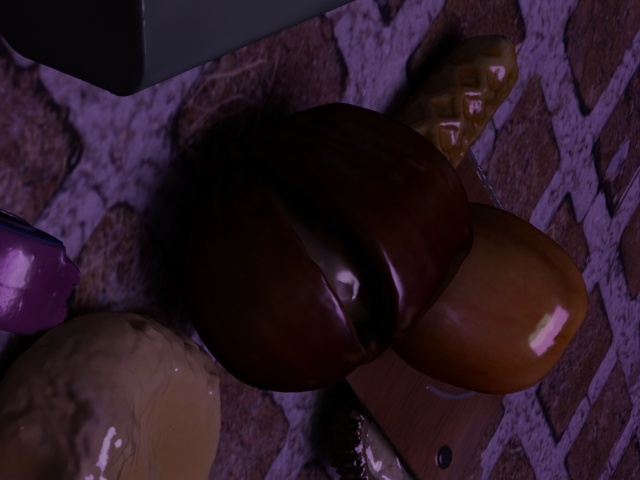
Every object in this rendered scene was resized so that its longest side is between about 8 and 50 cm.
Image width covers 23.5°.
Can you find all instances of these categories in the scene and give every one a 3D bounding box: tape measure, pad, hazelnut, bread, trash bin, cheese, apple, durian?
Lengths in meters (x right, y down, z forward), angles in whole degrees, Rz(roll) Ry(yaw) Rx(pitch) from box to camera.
[{"bbox_3d":[-0.211,0.015,0.943,0.125,0.118,0.074,17,92,-58],"label":"tape measure"},{"bbox_3d":[0.124,0.076,1.554,0.286,0.018,0.284,-56,131,-29],"label":"pad"},{"bbox_3d":[0.000,0.000,1.220,0.251,0.217,0.217,-35,139,-25],"label":"hazelnut"},{"bbox_3d":[0.075,-0.059,1.425,0.077,0.084,0.367,45,64,-14],"label":"bread"},{"bbox_3d":[-0.045,-0.253,0.999,0.343,0.158,0.223,-35,138,-44],"label":"trash bin"},{"bbox_3d":[-0.156,0.163,1.142,0.214,0.117,0.226,5,104,-64],"label":"cheese"},{"bbox_3d":[0.154,0.055,1.417,0.199,0.199,0.199,-39,140,-42],"label":"apple"},{"bbox_3d":[0.060,0.210,1.567,0.148,0.091,0.189,-38,117,-41],"label":"durian"}]
